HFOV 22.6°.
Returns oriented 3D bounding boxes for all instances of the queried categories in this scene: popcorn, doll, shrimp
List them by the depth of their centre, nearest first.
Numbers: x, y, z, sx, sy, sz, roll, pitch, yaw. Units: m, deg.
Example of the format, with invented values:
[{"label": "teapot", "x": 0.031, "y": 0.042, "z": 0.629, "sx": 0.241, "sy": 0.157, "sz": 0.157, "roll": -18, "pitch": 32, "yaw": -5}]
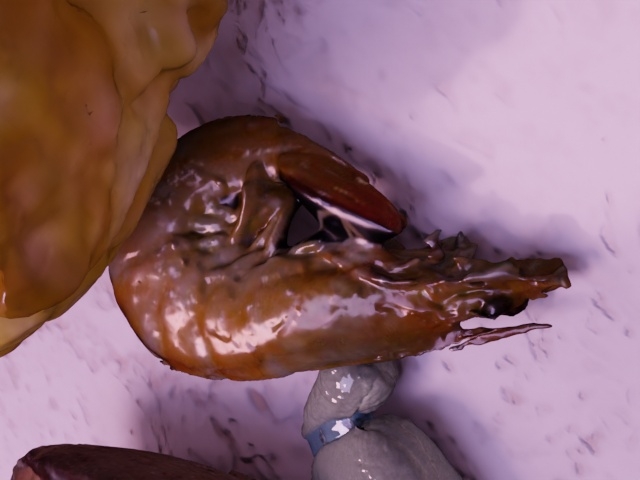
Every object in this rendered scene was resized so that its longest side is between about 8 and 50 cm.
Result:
[{"label": "popcorn", "x": -0.242, "y": -0.104, "z": 0.858, "sx": 0.344, "sy": 0.354, "sz": 0.390, "roll": 20, "pitch": 111, "yaw": -9}, {"label": "shrimp", "x": 0.000, "y": 0.000, "z": 0.895, "sx": 0.287, "sy": 0.063, "sz": 0.152, "roll": -6, "pitch": 90, "yaw": 27}, {"label": "doll", "x": 0.044, "y": 0.162, "z": 0.946, "sx": 0.103, "sy": 0.071, "sz": 0.214, "roll": -19, "pitch": 100, "yaw": 43}]

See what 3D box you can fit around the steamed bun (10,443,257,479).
[{"label": "steamed bun", "x": -0.083, "y": 0.266, "z": 1.015, "sx": 0.301, "sy": 0.199, "sz": 0.252, "roll": 25, "pitch": 99, "yaw": 47}]
